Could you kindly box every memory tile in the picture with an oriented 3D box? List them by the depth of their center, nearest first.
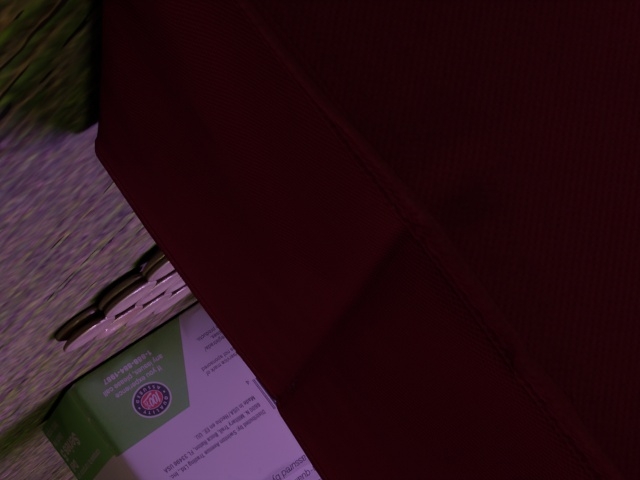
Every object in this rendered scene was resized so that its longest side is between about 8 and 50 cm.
[{"bbox_3d":[-0.093,0.022,0.979,0.113,0.012,0.148,-40,174,24],"label":"memory tile"}]

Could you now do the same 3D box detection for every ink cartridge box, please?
[{"bbox_3d":[-0.050,0.188,1.222,0.198,0.273,0.115,-33,172,-31],"label":"ink cartridge box"}]

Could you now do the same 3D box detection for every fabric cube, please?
[{"bbox_3d":[0.100,-0.036,0.501,0.254,0.259,0.258,-34,173,-16],"label":"fabric cube"}]

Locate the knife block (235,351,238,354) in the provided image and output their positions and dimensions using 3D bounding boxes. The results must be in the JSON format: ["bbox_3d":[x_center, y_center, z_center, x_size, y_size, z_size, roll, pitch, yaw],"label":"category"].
[{"bbox_3d":[0.082,-0.015,1.169,0.275,0.088,0.242,-38,164,-45],"label":"knife block"}]
